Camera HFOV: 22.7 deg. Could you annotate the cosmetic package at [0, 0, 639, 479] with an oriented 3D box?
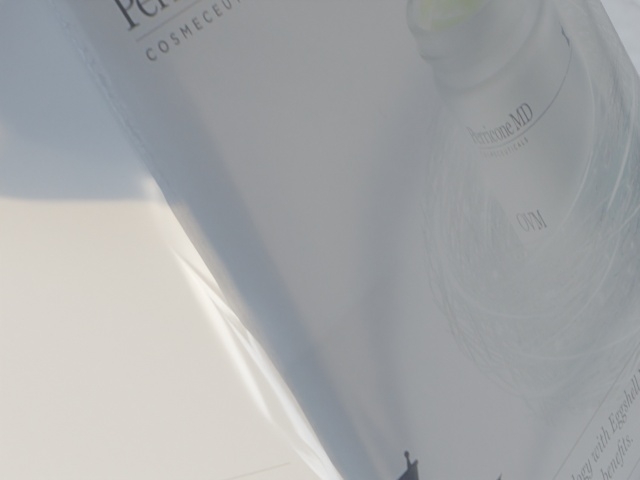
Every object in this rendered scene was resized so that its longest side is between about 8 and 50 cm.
[{"bbox_3d":[0.000,0.000,0.478,0.224,0.138,0.224,59,40,-12],"label":"cosmetic package"}]
